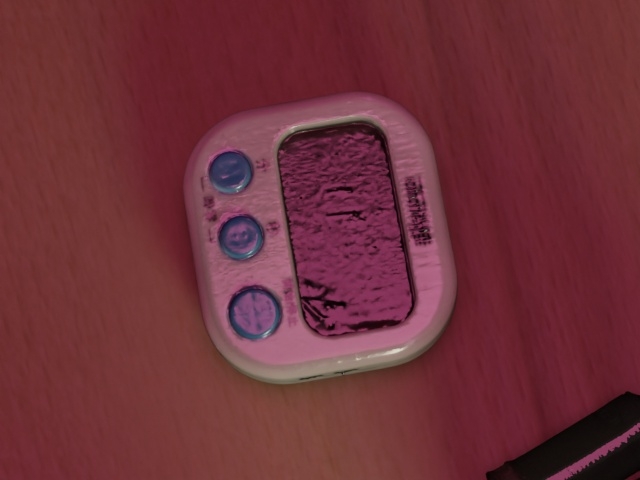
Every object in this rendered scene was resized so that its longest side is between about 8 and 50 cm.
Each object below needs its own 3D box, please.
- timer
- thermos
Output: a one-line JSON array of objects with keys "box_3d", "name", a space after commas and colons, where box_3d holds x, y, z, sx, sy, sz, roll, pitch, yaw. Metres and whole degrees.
[{"box_3d": [0.000, 0.000, 1.688, 0.237, 0.087, 0.262, -9, 77, 0], "name": "timer"}, {"box_3d": [0.249, 0.198, 1.642, 0.188, 0.073, 0.083, -30, 76, -6], "name": "thermos"}]
